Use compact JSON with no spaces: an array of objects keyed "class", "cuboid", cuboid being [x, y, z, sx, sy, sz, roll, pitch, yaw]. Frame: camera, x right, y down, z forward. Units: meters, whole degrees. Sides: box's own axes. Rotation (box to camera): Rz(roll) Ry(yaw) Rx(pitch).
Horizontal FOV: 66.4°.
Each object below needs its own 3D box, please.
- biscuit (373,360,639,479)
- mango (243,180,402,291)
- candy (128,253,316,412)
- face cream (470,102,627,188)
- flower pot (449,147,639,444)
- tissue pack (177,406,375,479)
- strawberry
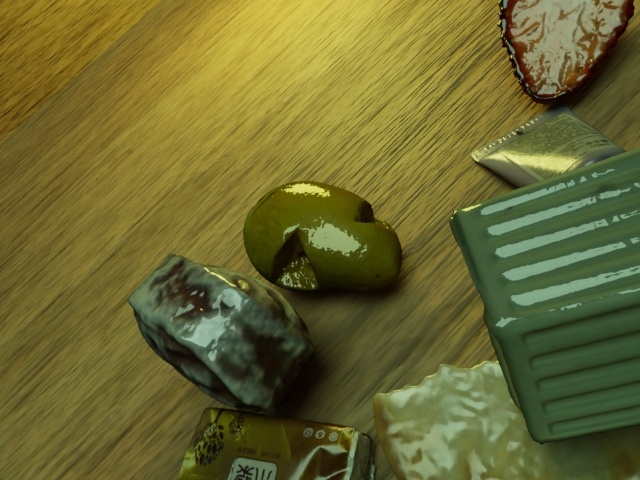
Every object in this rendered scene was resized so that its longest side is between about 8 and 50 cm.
[{"class":"biscuit","cuboid":[0.216,0.207,0.508,0.309,0.040,0.204,-23,48,13]},{"class":"mango","cuboid":[0.000,0.000,0.731,0.262,0.130,0.167,8,65,29]},{"class":"candy","cuboid":[-0.134,0.116,0.662,0.289,0.214,0.157,18,63,47]},{"class":"face cream","cuboid":[0.323,-0.099,0.648,0.154,0.096,0.274,-32,34,10]},{"class":"flower pot","cuboid":[0.242,0.048,0.443,0.190,0.239,0.209,-19,78,14]},{"class":"tissue pack","cuboid":[-0.059,0.301,0.571,0.226,0.092,0.183,-5,56,30]},{"class":"strawberry","cuboid":[0.373,-0.315,0.767,0.190,0.111,0.236,10,86,24]}]
